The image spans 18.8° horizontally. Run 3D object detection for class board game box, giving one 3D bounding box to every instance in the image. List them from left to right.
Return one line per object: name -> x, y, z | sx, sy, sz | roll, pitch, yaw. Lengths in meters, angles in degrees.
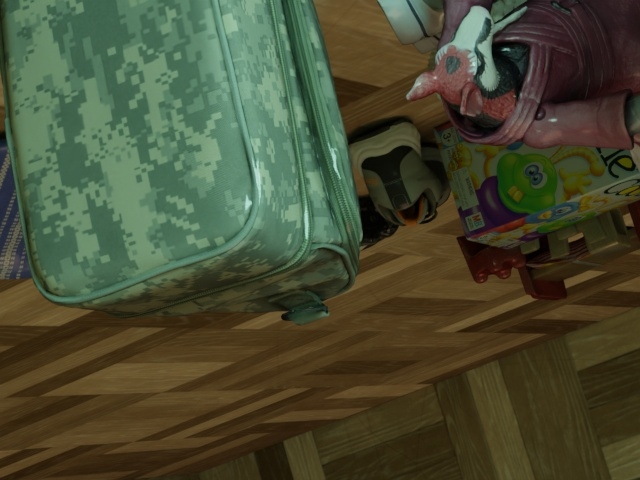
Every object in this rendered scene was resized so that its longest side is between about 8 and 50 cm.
board game box -> 0.296, -0.105, 2.233 | 0.275, 0.142, 0.144 | -22, 166, 23

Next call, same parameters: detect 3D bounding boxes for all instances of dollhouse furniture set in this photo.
dollhouse furniture set -> 0.299, -0.031, 2.529 | 0.201, 0.152, 0.374 | -24, 164, 28

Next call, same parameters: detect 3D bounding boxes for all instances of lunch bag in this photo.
lunch bag -> -0.089, -0.094, 1.472 | 0.213, 0.305, 0.256 | -19, 164, 23

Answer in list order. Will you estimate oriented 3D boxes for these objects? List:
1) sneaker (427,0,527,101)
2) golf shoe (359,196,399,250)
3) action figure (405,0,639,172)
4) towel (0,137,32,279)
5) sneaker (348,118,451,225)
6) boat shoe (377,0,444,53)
sneaker -> 0.254, -0.211, 1.865 | 0.293, 0.102, 0.146 | -20, 173, 34
golf shoe -> 0.000, 0.000, 2.457 | 0.198, 0.077, 0.094 | -9, 166, -24
action figure -> 0.185, -0.160, 1.599 | 0.370, 0.248, 0.275 | -25, 159, -40
towel -> -0.239, -0.025, 1.954 | 0.336, 0.040, 0.243 | -1, 148, -24
sneaker -> 0.099, -0.059, 2.264 | 0.100, 0.108, 0.271 | -21, 168, 12
boat shoe -> 0.090, -0.218, 1.684 | 0.076, 0.083, 0.226 | -31, 176, 9
